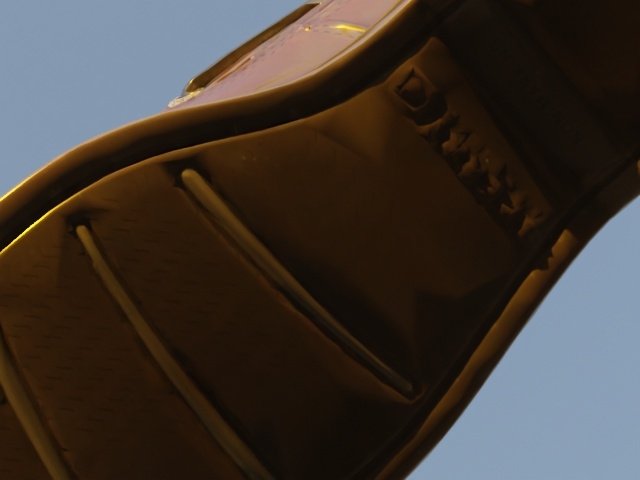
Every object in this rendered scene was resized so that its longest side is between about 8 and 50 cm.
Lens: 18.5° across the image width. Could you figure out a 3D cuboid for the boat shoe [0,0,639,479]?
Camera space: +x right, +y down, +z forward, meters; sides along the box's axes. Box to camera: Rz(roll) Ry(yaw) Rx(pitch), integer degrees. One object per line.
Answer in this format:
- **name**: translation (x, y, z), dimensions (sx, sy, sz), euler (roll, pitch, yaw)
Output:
- **boat shoe**: translation (0.000, 0.000, 0.516), dimensions (0.307, 0.104, 0.110), euler (-34, -85, -19)
